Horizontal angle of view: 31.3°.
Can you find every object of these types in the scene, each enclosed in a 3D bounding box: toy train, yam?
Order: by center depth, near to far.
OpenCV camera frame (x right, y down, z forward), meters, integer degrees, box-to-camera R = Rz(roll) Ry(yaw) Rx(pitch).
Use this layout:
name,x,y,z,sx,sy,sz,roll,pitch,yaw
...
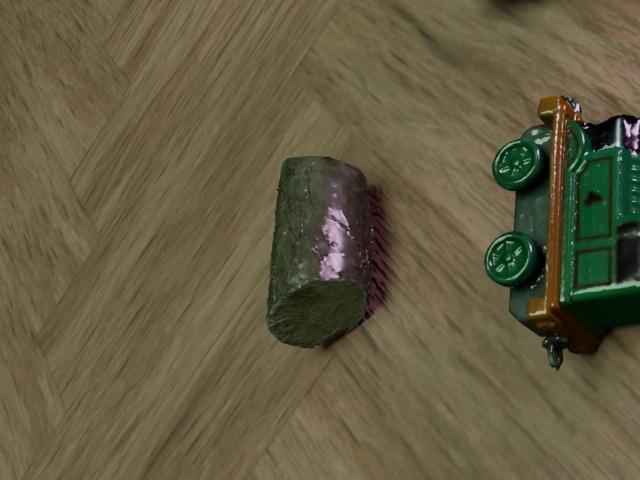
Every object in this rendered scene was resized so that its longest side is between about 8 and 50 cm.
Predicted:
name,x,y,z,sx,sy,sz,roll,pitch,yaw
toy train,0.204,-0.013,0.865,0.136,0.091,0.227,-7,63,36
yam,0.000,0.000,1.087,0.107,0.107,0.183,-27,50,38
